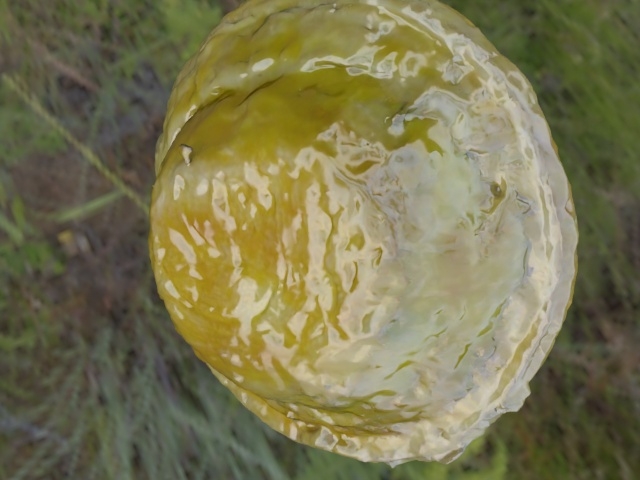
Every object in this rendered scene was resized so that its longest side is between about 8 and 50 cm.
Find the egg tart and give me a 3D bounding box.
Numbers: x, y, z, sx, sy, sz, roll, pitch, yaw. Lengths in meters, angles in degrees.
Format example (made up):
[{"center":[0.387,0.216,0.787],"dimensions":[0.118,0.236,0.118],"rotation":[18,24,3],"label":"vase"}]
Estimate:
[{"center":[0.000,0.000,1.120],"dimensions":[0.128,0.319,0.319],"rotation":[-26,148,-50],"label":"egg tart"}]
